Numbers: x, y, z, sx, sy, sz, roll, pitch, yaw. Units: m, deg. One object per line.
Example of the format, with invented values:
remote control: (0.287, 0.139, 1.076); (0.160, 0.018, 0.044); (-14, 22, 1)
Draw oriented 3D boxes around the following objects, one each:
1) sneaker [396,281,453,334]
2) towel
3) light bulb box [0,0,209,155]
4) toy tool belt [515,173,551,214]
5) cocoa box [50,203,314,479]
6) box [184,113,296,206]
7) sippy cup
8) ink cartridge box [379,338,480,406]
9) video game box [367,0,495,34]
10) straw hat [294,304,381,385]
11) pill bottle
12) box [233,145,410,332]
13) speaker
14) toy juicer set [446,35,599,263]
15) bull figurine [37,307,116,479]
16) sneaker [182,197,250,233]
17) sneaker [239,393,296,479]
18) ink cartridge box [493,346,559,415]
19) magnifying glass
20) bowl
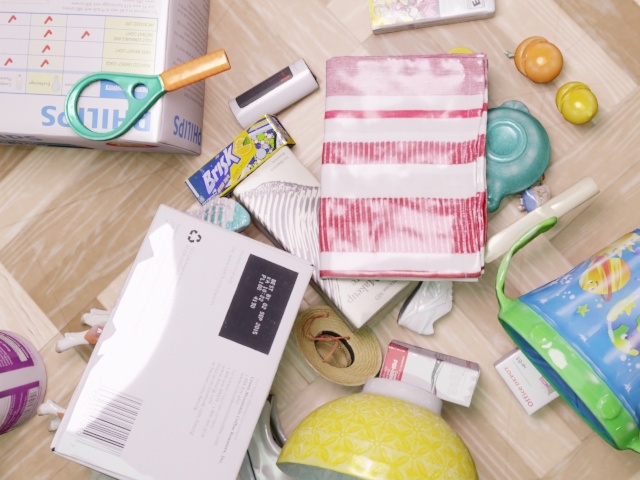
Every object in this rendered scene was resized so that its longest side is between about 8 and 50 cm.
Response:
sneaker: (0.175, 0.072, 1.326); (0.061, 0.053, 0.152); (30, 99, -1)
towel: (0.116, -0.108, 1.251); (0.237, 0.037, 0.328); (0, 79, 13)
light bulb box: (-0.361, -0.320, 1.320); (0.358, 0.225, 0.360); (4, 90, 8)
toy tool belt: (0.311, -0.062, 1.304); (0.051, 0.052, 0.083); (-14, 86, 0)
cocoa box: (-0.187, 0.168, 1.217); (0.232, 0.228, 0.347); (23, 73, -7)
box: (-0.123, -0.119, 1.356); (0.169, 0.054, 0.059); (-37, 83, 14)
sippy cup: (0.390, 0.112, 1.152); (0.224, 0.240, 0.305); (-42, 111, 0)
ink cartridge box: (0.160, 0.193, 1.297); (0.135, 0.099, 0.056); (15, 91, 9)
video game box: (0.158, -0.425, 1.334); (0.187, 0.048, 0.205); (-6, 88, 6)
straw hat: (0.016, 0.171, 1.335); (0.144, 0.144, 0.061); (39, 133, 7)
pill bottle: (-0.542, 0.225, 1.298); (0.169, 0.301, 0.169); (0, 89, 8)
box: (0.000, 0.000, 1.318); (0.113, 0.094, 0.275); (-43, 83, -8)
speaker: (-0.070, -0.225, 1.361); (0.136, 0.055, 0.055); (-30, 85, 7)
toy juicer set: (0.302, -0.140, 1.284); (0.209, 0.089, 0.328); (-13, 76, 9)
bull figurine: (-0.327, 0.251, 1.364); (0.189, 0.101, 0.310); (16, 83, 12)
sneaker: (-0.155, -0.019, 1.337); (0.166, 0.076, 0.065); (-8, 63, 44)
sneaker: (-0.065, 0.356, 1.330); (0.091, 0.094, 0.258); (-23, 85, 12)
ink cartridge box: (0.328, 0.185, 1.296); (0.122, 0.052, 0.088); (-36, 85, 8)
magnifying glass: (-0.231, -0.201, 1.179); (0.231, 0.026, 0.092); (-20, 88, 3)
bowl: (0.097, 0.284, 1.237); (0.290, 0.289, 0.156); (16, 69, 8)
